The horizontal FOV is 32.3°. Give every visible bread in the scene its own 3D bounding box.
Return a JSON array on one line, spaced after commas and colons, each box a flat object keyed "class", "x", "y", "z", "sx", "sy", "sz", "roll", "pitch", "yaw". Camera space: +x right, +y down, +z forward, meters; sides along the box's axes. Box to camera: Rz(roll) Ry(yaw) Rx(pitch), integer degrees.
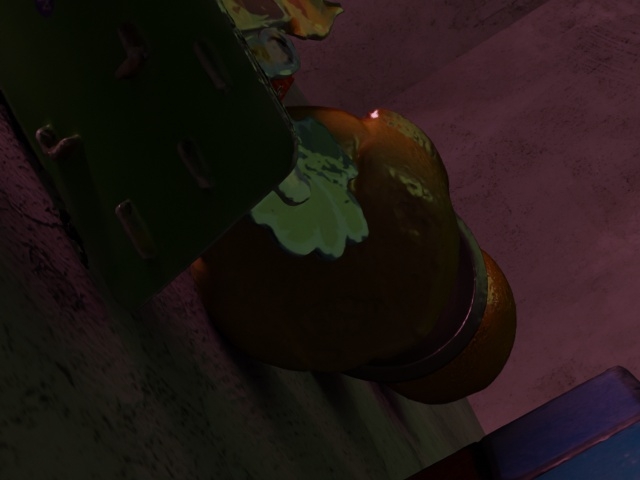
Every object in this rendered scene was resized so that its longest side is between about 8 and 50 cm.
[{"class": "bread", "x": 0.000, "y": 0.000, "z": 1.040, "sx": 0.270, "sy": 0.270, "sz": 0.148, "roll": 54, "pitch": 17, "yaw": -31}]

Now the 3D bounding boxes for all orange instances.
[{"class": "orange", "x": 0.181, "y": 0.125, "z": 1.759, "sx": 0.274, "sy": 0.274, "sz": 0.274, "roll": 57, "pitch": 7, "yaw": -11}]

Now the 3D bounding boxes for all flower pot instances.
[{"class": "flower pot", "x": 0.068, "y": 0.071, "z": 1.432, "sx": 0.269, "sy": 0.269, "sz": 0.166, "roll": 60, "pitch": -15, "yaw": 15}]

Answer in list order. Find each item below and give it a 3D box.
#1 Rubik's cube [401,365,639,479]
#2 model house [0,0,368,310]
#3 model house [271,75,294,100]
[{"class": "Rubik's cube", "x": 0.214, "y": 0.328, "z": 0.873, "sx": 0.313, "sy": 0.318, "sz": 0.316, "roll": 58, "pitch": 6, "yaw": -6}, {"class": "model house", "x": -0.058, "y": -0.160, "z": 0.834, "sx": 0.313, "sy": 0.242, "sz": 0.357, "roll": -21, "pitch": 75, "yaw": -44}, {"class": "model house", "x": -0.151, "y": -0.263, "z": 1.532, "sx": 0.294, "sy": 0.154, "sz": 0.207, "roll": 52, "pitch": 11, "yaw": -37}]
